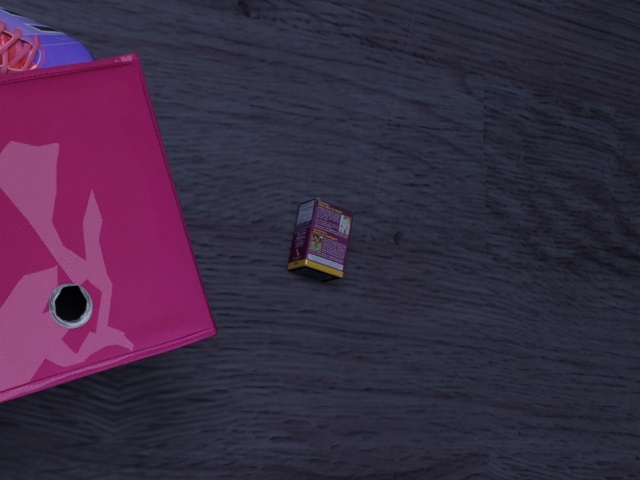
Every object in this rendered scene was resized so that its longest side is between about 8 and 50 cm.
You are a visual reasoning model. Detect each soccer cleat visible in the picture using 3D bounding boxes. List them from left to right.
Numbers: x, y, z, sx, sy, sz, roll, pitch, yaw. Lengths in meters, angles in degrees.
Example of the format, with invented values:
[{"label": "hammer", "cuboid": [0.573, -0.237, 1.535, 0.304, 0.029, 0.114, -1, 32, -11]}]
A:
[{"label": "soccer cleat", "cuboid": [-0.354, -0.197, 1.106, 0.318, 0.116, 0.108, 15, 73, -29]}]

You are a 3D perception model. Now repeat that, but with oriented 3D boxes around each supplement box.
[{"label": "supplement box", "cuboid": [0.000, 0.000, 1.338, 0.055, 0.043, 0.083, 20, 71, -28]}]

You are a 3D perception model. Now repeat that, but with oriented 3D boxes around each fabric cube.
[{"label": "fabric cube", "cuboid": [-0.281, 0.006, 1.029, 0.254, 0.259, 0.258, -15, 88, -33]}]
